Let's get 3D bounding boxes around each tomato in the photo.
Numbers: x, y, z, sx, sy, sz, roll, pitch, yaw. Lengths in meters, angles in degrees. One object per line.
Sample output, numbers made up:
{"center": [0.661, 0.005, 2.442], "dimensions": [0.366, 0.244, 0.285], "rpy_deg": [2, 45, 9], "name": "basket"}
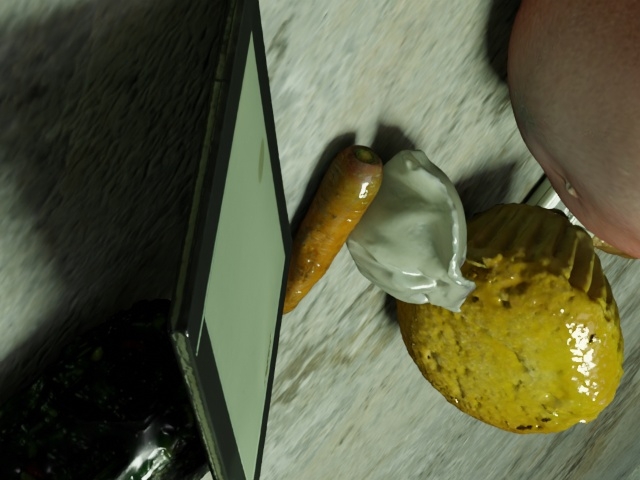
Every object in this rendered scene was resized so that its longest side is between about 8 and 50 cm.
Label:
{"center": [0.311, -0.114, 1.065], "dimensions": [0.272, 0.341, 0.341], "rpy_deg": [-27, 153, -6], "name": "tomato"}

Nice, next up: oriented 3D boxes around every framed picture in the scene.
{"center": [-0.051, 0.025, 0.866], "dimensions": [0.347, 0.016, 0.265], "rpy_deg": [83, 11, -59], "name": "framed picture"}

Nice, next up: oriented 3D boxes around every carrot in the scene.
{"center": [0.000, 0.000, 1.083], "dimensions": [0.047, 0.047, 0.191], "rpy_deg": [-18, 146, -45], "name": "carrot"}

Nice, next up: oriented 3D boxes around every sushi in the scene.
{"center": [-0.158, 0.142, 0.955], "dimensions": [0.225, 0.124, 0.127], "rpy_deg": [-42, 157, -8], "name": "sushi"}

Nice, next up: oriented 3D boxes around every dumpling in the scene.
{"center": [0.081, 0.002, 1.109], "dimensions": [0.108, 0.127, 0.188], "rpy_deg": [-23, 154, -16], "name": "dumpling"}

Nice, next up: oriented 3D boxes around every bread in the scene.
{"center": [0.189, 0.081, 1.292], "dimensions": [0.139, 0.240, 0.240], "rpy_deg": [-53, 167, -45], "name": "bread"}

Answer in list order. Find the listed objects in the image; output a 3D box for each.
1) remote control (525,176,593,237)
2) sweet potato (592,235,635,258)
{"center": [0.230, 0.012, 1.436], "dimensions": [0.090, 0.049, 0.230], "rpy_deg": [25, 111, -32], "name": "remote control"}
{"center": [0.388, -0.022, 1.586], "dimensions": [0.251, 0.097, 0.097], "rpy_deg": [-9, 137, -54], "name": "sweet potato"}
